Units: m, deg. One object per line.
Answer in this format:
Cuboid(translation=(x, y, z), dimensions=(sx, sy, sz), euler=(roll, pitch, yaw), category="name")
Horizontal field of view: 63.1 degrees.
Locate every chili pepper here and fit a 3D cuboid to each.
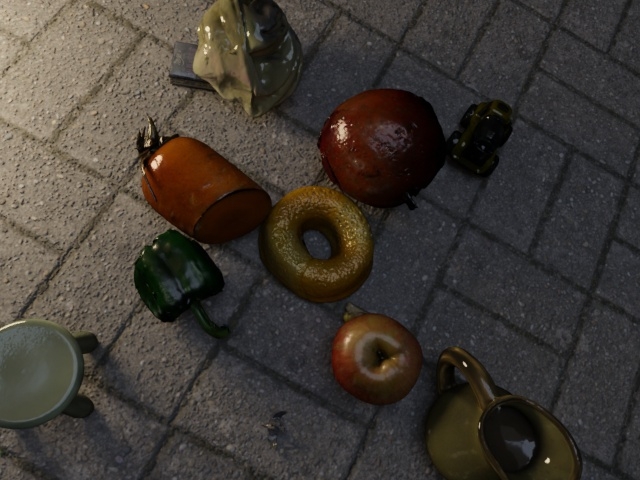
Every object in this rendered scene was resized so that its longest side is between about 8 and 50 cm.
Cuboid(translation=(-0.288, 0.107, 1.148), dimensions=(0.174, 0.165, 0.261), euler=(-35, 85, -31), category="chili pepper")

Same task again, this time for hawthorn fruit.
Cuboid(translation=(0.155, -0.231, 1.278), dimensions=(0.316, 0.316, 0.315), euler=(3, 73, -11), category="hawthorn fruit")

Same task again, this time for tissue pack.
Cuboid(translation=(-0.313, -0.458, 1.370), dimensions=(0.156, 0.051, 0.112), euler=(7, 71, -10), category="tissue pack")

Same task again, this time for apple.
Cuboid(translation=(0.127, 0.267, 1.179), dimensions=(0.210, 0.164, 0.209), euler=(1, 78, -3), category="apple")

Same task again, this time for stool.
Cuboid(translation=(-0.550, 0.260, 1.026), dimensions=(0.195, 0.198, 0.195), euler=(0, 76, -11), category="stool")

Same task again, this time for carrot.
Cuboid(translation=(-0.302, -0.125, 1.191), dimensions=(0.331, 0.193, 0.214), euler=(41, 52, 12), category="carrot")

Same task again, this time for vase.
Cuboid(translation=(0.350, 0.385, 1.121), dimensions=(0.241, 0.302, 0.329), euler=(-22, 78, -16), category="vase")

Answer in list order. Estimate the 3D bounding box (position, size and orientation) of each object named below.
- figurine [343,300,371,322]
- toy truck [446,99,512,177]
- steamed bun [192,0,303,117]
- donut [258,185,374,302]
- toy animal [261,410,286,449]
Cuboid(translation=(0.090, 0.187, 1.265), dimensions=(0.083, 0.047, 0.050), euler=(29, 86, -2), category="figurine")
Cuboid(translation=(0.452, -0.294, 1.419), dimensions=(0.147, 0.165, 0.224), euler=(32, 69, 0), category="toy truck")
Cuboid(translation=(-0.157, -0.486, 1.294), dimensions=(0.280, 0.207, 0.268), euler=(35, 62, -20), category="steamed bun")
Cuboid(translation=(0.000, 0.000, 1.266), dimensions=(0.303, 0.110, 0.302), euler=(3, 73, -10), category="donut")
Cuboid(translation=(-0.107, 0.417, 1.158), dimensions=(0.050, 0.028, 0.084), euler=(22, 69, -13), category="toy animal")
